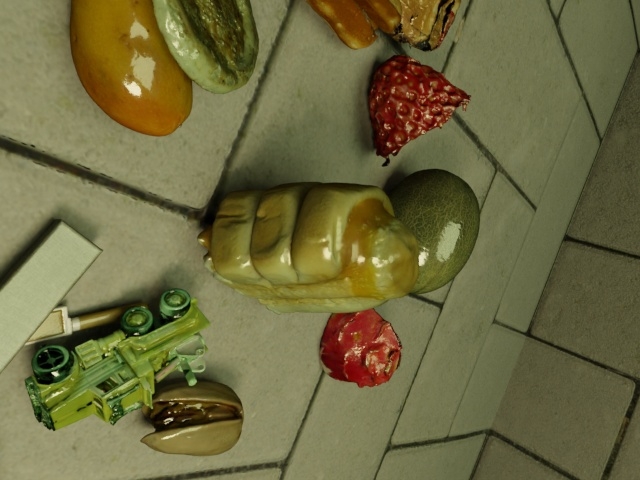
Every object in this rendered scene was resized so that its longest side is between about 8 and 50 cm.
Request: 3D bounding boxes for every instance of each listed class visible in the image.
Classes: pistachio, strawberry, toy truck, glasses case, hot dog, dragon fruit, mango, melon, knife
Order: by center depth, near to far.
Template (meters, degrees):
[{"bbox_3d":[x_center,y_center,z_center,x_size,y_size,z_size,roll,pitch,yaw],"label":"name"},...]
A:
[{"bbox_3d":[-0.244,-0.253,0.612,0.138,0.113,0.253,-23,118,-24],"label":"mango"},{"bbox_3d":[-0.383,0.072,0.634,0.071,0.047,0.205,47,65,-34],"label":"glasses case"},{"bbox_3d":[-0.373,0.115,0.697,0.256,0.022,0.046,-10,108,-41],"label":"knife"},{"bbox_3d":[-0.280,0.190,0.721,0.260,0.135,0.128,-21,141,-36],"label":"toy truck"},{"bbox_3d":[0.024,-0.450,0.813,0.337,0.135,0.100,21,53,-54],"label":"hot dog"},{"bbox_3d":[-0.227,0.322,0.879,0.206,0.131,0.129,20,46,-45],"label":"pistachio"},{"bbox_3d":[0.175,-0.297,1.040,0.234,0.234,0.178,-44,104,-26],"label":"strawberry"},{"bbox_3d":[0.245,-0.017,1.156,0.237,0.237,0.301,27,86,-49],"label":"melon"},{"bbox_3d":[0.094,0.280,1.200,0.189,0.163,0.261,-18,123,-11],"label":"dragon fruit"}]

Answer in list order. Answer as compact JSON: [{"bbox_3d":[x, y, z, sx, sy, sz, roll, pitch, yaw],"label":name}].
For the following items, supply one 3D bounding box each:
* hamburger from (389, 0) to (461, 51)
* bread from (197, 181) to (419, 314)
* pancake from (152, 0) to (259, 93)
[{"bbox_3d":[0.194,-0.504,0.994,0.231,0.107,0.231,-20,121,-37],"label":"hamburger"},{"bbox_3d":[0.000,0.000,0.830,0.300,0.341,0.210,31,60,-46],"label":"bread"},{"bbox_3d":[-0.150,-0.322,0.661,0.253,0.037,0.253,-7,90,-70],"label":"pancake"}]
